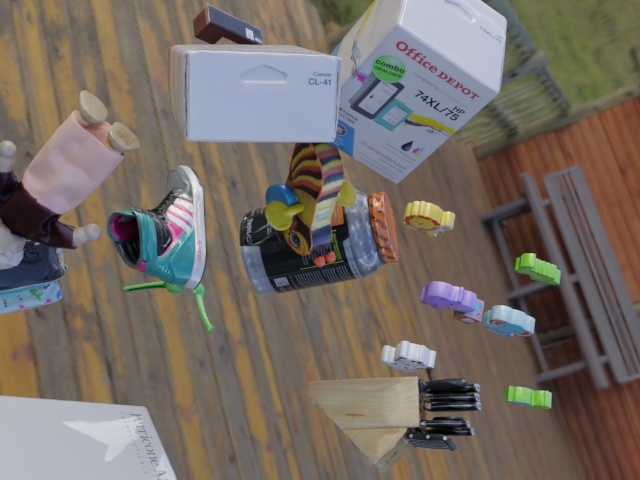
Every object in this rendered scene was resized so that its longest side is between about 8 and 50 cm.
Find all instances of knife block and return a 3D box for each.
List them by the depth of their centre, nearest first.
[{"bbox_3d":[0.148,0.295,1.506,0.275,0.242,0.088,41,-9,31],"label":"knife block"}]

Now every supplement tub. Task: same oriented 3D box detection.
[{"bbox_3d":[0.000,0.000,1.727,0.193,0.315,0.194,-11,90,-77],"label":"supplement tub"}]

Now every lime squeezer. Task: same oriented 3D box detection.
[{"bbox_3d":[-0.373,0.145,2.118,0.110,0.310,0.059,-63,151,-12],"label":"lime squeezer"}]

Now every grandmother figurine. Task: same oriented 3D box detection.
[{"bbox_3d":[-0.443,-0.070,1.305,0.208,0.342,0.104,48,16,-5],"label":"grandmother figurine"}]

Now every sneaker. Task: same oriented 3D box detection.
[{"bbox_3d":[-0.331,-0.044,1.604,0.178,0.124,0.296,13,46,-29],"label":"sneaker"}]

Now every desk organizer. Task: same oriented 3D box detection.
[{"bbox_3d":[-0.175,-0.393,1.532,0.130,0.050,0.047,15,54,-41],"label":"desk organizer"}]

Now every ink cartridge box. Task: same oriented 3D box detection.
[{"bbox_3d":[-0.115,-0.236,1.252,0.306,0.226,0.131,-128,-142,-69],"label":"ink cartridge box"},{"bbox_3d":[0.140,-0.274,1.326,0.198,0.270,0.197,29,49,-16],"label":"ink cartridge box"}]

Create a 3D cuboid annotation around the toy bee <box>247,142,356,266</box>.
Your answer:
[{"bbox_3d":[-0.012,-0.045,1.449,0.162,0.195,0.298,50,-20,21],"label":"toy bee"}]

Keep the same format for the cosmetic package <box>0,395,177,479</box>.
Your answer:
[{"bbox_3d":[-0.408,0.320,0.984,0.453,0.162,0.230,15,24,-41],"label":"cosmetic package"}]

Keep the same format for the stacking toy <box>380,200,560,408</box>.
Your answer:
[{"bbox_3d":[0.169,0.072,0.848,0.221,0.052,0.167,21,67,-23],"label":"stacking toy"}]

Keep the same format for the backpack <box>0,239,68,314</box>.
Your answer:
[{"bbox_3d":[-0.682,0.054,1.792,0.253,0.225,0.191,-144,-135,-63],"label":"backpack"}]
